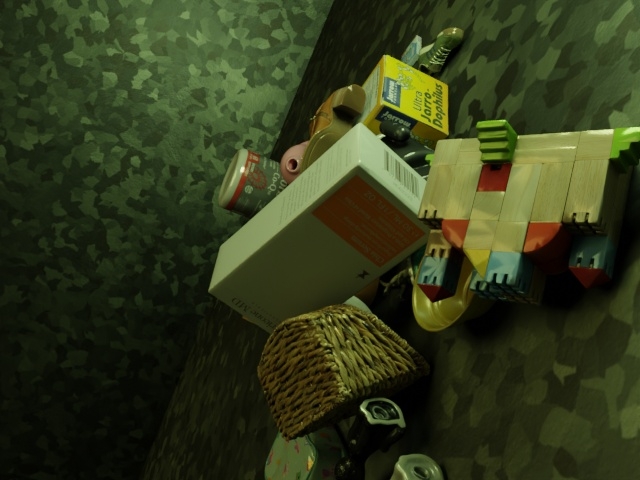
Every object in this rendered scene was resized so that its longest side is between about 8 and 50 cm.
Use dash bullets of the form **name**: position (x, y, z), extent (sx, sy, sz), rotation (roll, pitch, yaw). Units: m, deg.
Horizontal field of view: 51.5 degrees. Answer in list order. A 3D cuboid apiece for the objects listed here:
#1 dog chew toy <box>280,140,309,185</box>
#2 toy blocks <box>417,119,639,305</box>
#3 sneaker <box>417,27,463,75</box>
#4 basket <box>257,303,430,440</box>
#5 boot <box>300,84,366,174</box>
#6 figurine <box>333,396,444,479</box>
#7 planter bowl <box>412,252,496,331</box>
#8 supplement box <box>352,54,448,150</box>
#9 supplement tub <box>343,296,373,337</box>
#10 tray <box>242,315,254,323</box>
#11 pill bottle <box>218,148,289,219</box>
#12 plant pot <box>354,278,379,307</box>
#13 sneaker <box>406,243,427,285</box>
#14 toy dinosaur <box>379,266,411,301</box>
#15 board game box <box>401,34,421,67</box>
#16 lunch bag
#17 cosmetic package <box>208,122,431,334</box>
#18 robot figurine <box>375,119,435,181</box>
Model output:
- **dog chew toy**: position (-0.010, -0.211, 1.998), extent (0.207, 0.206, 0.332), rotation (-65, -22, 10)
- **toy blocks**: position (0.294, -0.024, 1.013), extent (0.381, 0.190, 0.261), rotation (3, 69, 41)
- **sneaker**: position (0.317, -0.491, 1.774), extent (0.192, 0.064, 0.086), rotation (164, 118, -69)
- **basket**: position (0.031, 0.248, 1.362), extent (0.299, 0.223, 0.213), rotation (-50, 58, 49)
- **boot**: position (0.002, -0.258, 1.692), extent (0.220, 0.109, 0.283), rotation (-7, 61, 69)
- **figurine**: position (0.109, 0.434, 1.200), extent (0.215, 0.092, 0.209), rotation (53, 130, 44)
- **planter bowl**: position (0.264, 0.074, 1.203), extent (0.217, 0.090, 0.217), rotation (-51, 26, 37)
- **supplement box**: position (0.159, -0.269, 1.753), extent (0.356, 0.195, 0.194), rotation (-49, 26, 48)
- **supplement tub**: position (0.000, 0.264, 1.601), extent (0.272, 0.191, 0.191), rotation (-53, 23, 41)
- **tray**: position (-0.172, 0.213, 2.378), extent (0.203, 0.076, 0.411), rotation (-70, 18, -7)
- **pill bottle**: position (-0.138, -0.147, 2.210), extent (0.210, 0.363, 0.210), rotation (-56, 21, 35)
- **plant pot**: position (0.000, 0.046, 1.687), extent (0.291, 0.203, 0.291), rotation (177, 90, -70)
- **sneaker**: position (0.254, -0.013, 1.335), extent (0.110, 0.107, 0.275), rotation (-6, 64, 61)
- **toy dinosaur**: position (0.183, 0.094, 1.526), extent (0.093, 0.053, 0.183), rotation (-60, 5, -36)
- **board game box**: position (0.278, -0.569, 2.041), extent (0.090, 0.020, 0.090), rotation (-48, 27, 46)
- **lunch bag**: position (-0.038, 0.531, 1.544), extent (0.279, 0.107, 0.224), rotation (-142, 71, -73)
- **cosmetic package**: position (0.000, 0.000, 1.379), extent (0.453, 0.230, 0.161), rotation (-39, 26, 30)
- **robot figurine**: position (0.186, -0.148, 1.527), extent (0.209, 0.173, 0.278), rotation (-62, 28, 13)
